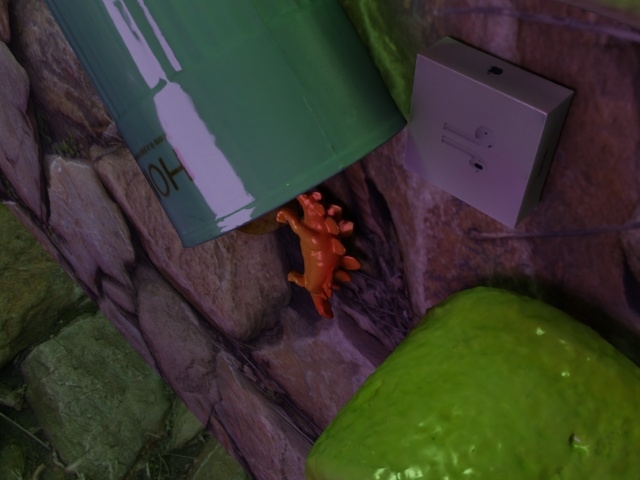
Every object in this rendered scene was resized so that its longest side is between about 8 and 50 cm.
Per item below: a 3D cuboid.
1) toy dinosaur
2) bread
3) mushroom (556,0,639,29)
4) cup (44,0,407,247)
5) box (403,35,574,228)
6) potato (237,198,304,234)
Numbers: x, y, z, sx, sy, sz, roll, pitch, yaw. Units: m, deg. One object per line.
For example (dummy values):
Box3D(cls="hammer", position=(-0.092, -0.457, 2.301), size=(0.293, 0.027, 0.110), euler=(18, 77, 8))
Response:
Box3D(cls="toy dinosaur", position=(0.000, 0.000, 0.909), size=(0.117, 0.070, 0.288), euler=(21, 134, 39))
Box3D(cls="bread", position=(0.172, 0.260, 0.705), size=(0.348, 0.308, 0.348), euler=(36, 150, 25))
Box3D(cls="mushroom", position=(0.161, -0.254, 0.322), size=(0.397, 0.224, 0.313), euler=(26, 122, 2))
Box3D(cls="cup", position=(-0.097, -0.198, 0.696), size=(0.311, 0.257, 0.331), euler=(61, -170, -10))
Box3D(cls="box", position=(0.147, -0.098, 0.616), size=(0.129, 0.051, 0.130), euler=(35, 146, 29))
Box3D(cls="potato", position=(-0.082, -0.039, 0.948), size=(0.066, 0.103, 0.096), euler=(44, 151, 20))
